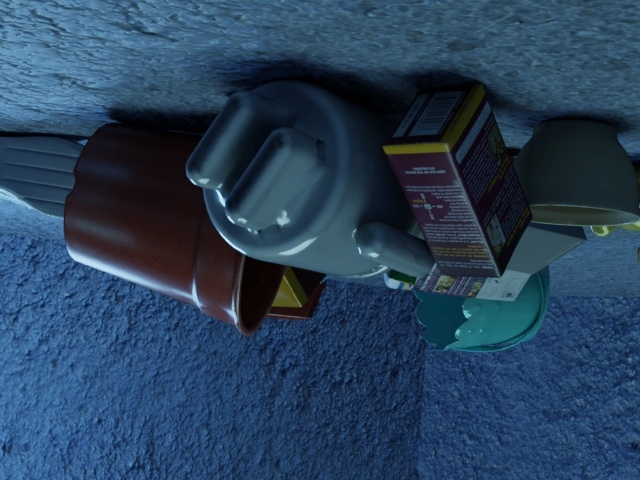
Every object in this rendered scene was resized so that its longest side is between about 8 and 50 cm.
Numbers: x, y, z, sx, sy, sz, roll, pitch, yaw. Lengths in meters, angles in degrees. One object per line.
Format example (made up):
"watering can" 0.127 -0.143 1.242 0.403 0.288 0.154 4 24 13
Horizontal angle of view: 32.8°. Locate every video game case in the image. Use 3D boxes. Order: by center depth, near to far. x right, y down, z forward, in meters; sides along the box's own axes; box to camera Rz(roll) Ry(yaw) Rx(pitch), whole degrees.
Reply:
"video game case" 0.286 0.011 1.879 0.210 0.042 0.232 6 135 -17

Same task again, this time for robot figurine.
"robot figurine" 0.006 -0.063 1.250 0.300 0.200 0.353 47 -162 28

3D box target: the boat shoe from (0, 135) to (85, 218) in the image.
"boat shoe" -0.447 -0.111 1.694 0.335 0.121 0.119 15 -176 10

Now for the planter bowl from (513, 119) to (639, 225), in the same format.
"planter bowl" 0.297 -0.081 1.283 0.162 0.109 0.162 4 175 0

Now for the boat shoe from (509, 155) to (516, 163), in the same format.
"boat shoe" 0.137 -0.071 1.527 0.307 0.105 0.110 2 173 26

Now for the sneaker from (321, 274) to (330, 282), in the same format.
"sneaker" 0.000 0.000 1.886 0.087 0.228 0.092 55 177 -35

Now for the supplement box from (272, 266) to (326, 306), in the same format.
"supplement box" -0.077 -0.006 1.745 0.191 0.194 0.129 -1 128 41

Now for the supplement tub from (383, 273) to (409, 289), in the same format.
"supplement tub" 0.242 0.039 2.313 0.199 0.144 0.144 5 174 -6

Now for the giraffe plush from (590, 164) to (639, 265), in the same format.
"giraffe plush" 0.459 -0.035 1.469 0.170 0.181 0.210 28 180 -11

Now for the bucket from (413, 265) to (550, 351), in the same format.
"bucket" 0.313 0.081 2.124 0.183 0.281 0.281 0 176 -16

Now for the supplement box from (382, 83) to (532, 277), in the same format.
"supplement box" 0.151 -0.062 1.172 0.080 0.104 0.188 1 133 36

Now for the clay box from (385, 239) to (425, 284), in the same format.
"clay box" 0.147 -0.003 1.898 0.053 0.128 0.222 15 -175 -4

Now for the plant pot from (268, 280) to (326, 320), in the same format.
"plant pot" -0.106 0.026 2.039 0.267 0.236 0.267 5 175 -10

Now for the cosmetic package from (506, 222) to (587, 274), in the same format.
"cosmetic package" 0.288 -0.027 1.686 0.238 0.107 0.127 12 143 -39

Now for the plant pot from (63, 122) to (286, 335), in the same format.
"plant pot" -0.187 -0.035 1.485 0.265 0.273 0.272 15 176 11
